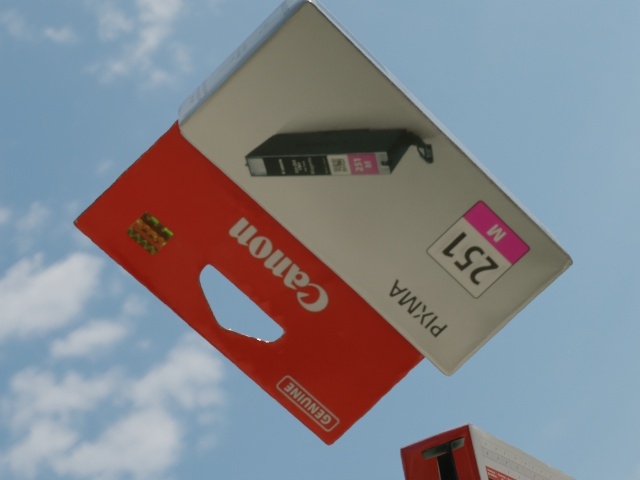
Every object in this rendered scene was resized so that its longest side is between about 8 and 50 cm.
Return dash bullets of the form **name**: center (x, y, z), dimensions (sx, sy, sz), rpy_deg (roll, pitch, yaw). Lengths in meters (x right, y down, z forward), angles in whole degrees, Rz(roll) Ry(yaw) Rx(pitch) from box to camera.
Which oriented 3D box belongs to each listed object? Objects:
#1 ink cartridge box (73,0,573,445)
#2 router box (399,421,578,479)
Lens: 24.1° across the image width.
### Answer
- **ink cartridge box**: center (0.000, 0.000, 1.068), dimensions (0.239, 0.060, 0.275), rpy_deg (-44, -72, 10)
- **router box**: center (0.218, 0.369, 1.495), dimensions (0.082, 0.301, 0.335), rpy_deg (-24, -32, 24)
